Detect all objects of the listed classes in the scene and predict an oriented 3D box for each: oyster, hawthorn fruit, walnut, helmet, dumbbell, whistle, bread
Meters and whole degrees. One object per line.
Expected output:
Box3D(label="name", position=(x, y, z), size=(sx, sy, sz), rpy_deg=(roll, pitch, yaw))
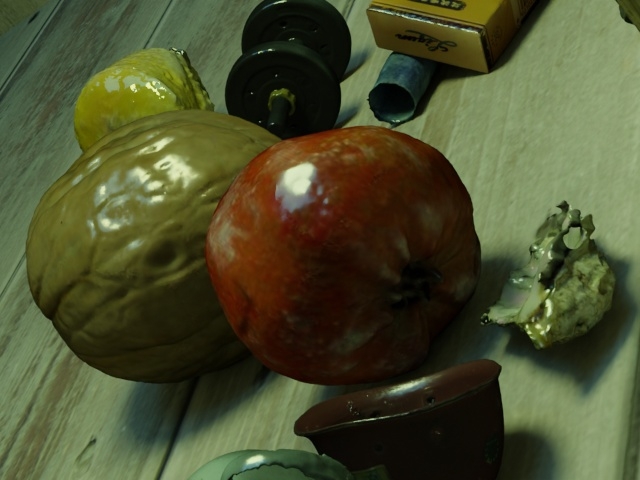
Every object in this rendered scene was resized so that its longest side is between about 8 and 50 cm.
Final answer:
Box3D(label="oyster", position=(0.195, 0.034, 1.431), size=(0.133, 0.072, 0.209), rpy_deg=(-50, 2, -5))
Box3D(label="hawthorn fruit", position=(0.000, 0.000, 1.563), size=(0.272, 0.242, 0.242), rpy_deg=(25, 66, 45))
Box3D(label="walnut", position=(-0.144, 0.004, 1.793), size=(0.313, 0.277, 0.252), rpy_deg=(-31, 54, 12))
Box3D(label="helmet", position=(0.066, 0.162, 1.321), size=(0.175, 0.106, 0.155), rpy_deg=(-10, 7, 40))
Box3D(label="dumbbell", position=(-0.038, -0.212, 2.187), size=(0.143, 0.143, 0.325), rpy_deg=(-32, 23, 24))
Box3D(label="whistle", position=(0.131, -0.252, 2.093), size=(0.062, 0.062, 0.304), rpy_deg=(-23, 28, 39))
Box3D(label="bread", position=(-0.232, -0.158, 2.378), size=(0.197, 0.197, 0.170), rpy_deg=(-27, 15, 33))

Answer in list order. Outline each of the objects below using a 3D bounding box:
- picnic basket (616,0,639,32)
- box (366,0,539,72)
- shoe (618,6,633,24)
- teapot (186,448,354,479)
Box3D(label="picnic basket", position=(0.388, -0.323, 1.555), size=(0.313, 0.228, 0.175), rpy_deg=(-26, 28, 33))
Box3D(label="box", position=(0.179, -0.304, 2.020), size=(0.152, 0.070, 0.237), rpy_deg=(18, 54, 30))
Box3D(label="shoe", position=(0.328, -0.304, 1.766), size=(0.074, 0.077, 0.194), rpy_deg=(71, -139, -66))
Box3D(label="teapot", position=(-0.067, 0.247, 1.304), size=(0.193, 0.129, 0.294), rpy_deg=(-88, 23, -47))
